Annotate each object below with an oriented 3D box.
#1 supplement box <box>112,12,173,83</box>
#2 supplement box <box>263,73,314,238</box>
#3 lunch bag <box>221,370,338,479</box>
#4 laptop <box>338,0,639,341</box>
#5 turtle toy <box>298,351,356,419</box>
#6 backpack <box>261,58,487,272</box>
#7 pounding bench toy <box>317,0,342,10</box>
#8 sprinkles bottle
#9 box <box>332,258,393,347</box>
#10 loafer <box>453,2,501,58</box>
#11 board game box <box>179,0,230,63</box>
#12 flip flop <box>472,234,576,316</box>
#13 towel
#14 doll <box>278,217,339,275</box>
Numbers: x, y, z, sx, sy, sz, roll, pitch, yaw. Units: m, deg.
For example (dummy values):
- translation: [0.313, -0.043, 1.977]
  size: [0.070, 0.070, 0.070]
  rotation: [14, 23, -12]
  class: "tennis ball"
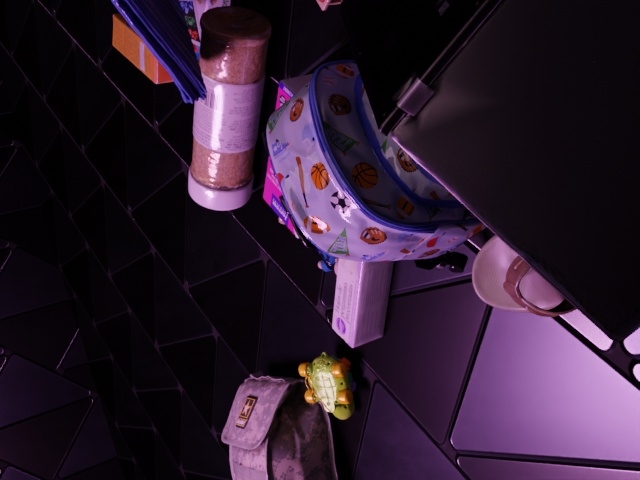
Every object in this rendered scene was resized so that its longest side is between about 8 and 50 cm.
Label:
- translation: [-0.360, -0.410, 1.701]
  size: [0.233, 0.078, 0.080]
  rotation: [40, 136, 43]
  class: "supplement box"
- translation: [-0.002, -0.129, 1.212]
  size: [0.111, 0.113, 0.220]
  rotation: [48, 143, 35]
  class: "supplement box"
- translation: [-0.083, 0.400, 1.559]
  size: [0.235, 0.168, 0.287]
  rotation: [-17, 82, 63]
  class: "lunch bag"
- translation: [0.243, -0.211, 0.700]
  size: [0.382, 0.236, 0.408]
  rotation: [-48, 31, 26]
  class: "laptop"
- translation: [0.023, 0.252, 1.400]
  size: [0.095, 0.066, 0.130]
  rotation: [-5, 103, 36]
  class: "turtle toy"
- translation: [0.077, -0.097, 0.944]
  size: [0.213, 0.263, 0.277]
  rotation: [-46, 64, 47]
  class: "backpack"
- translation: [0.014, -0.367, 1.111]
  size: [0.083, 0.065, 0.052]
  rotation: [63, 148, 18]
  class: "pounding bench toy"
- translation: [-0.163, -0.224, 1.422]
  size: [0.121, 0.121, 0.356]
  rotation: [48, 141, 36]
  class: "sprinkles bottle"
- translation: [0.070, 0.012, 1.206]
  size: [0.063, 0.067, 0.324]
  rotation: [42, 138, 43]
  class: "box"
- translation: [0.150, -0.255, 0.911]
  size: [0.087, 0.094, 0.251]
  rotation: [-43, 67, 53]
  class: "loafer"
- translation: [-0.264, -0.478, 1.530]
  size: [0.305, 0.053, 0.193]
  rotation: [48, 141, 37]
  class: "board game box"
- translation: [0.262, 0.042, 0.888]
  size: [0.277, 0.080, 0.112]
  rotation: [7, 110, 58]
  class: "flip flop"
- translation: [-0.279, -0.388, 1.280]
  size: [0.243, 0.040, 0.336]
  rotation: [53, -168, -47]
  class: "towel"
- translation: [0.000, 0.000, 1.336]
  size: [0.189, 0.046, 0.129]
  rotation: [45, 147, 35]
  class: "doll"
